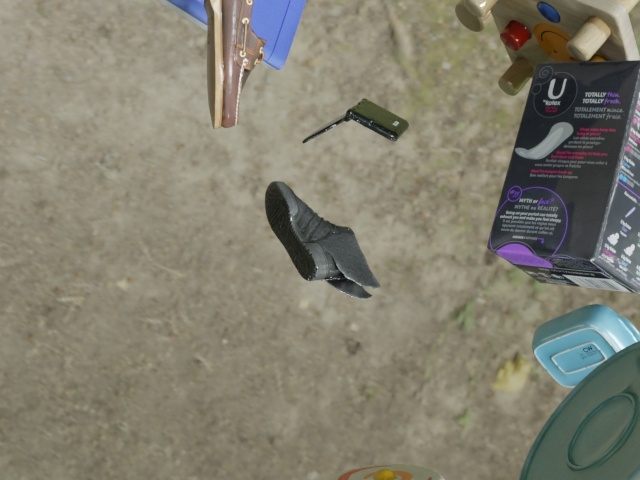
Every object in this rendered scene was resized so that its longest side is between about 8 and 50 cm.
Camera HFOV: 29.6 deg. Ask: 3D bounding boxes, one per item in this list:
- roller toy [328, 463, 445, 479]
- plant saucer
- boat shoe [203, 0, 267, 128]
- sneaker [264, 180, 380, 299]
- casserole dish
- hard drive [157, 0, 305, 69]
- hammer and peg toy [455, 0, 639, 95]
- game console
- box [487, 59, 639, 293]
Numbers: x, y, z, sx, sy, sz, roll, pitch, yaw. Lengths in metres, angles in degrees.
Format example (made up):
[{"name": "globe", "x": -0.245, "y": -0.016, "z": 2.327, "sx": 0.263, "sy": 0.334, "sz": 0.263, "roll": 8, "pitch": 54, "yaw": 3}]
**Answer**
[{"name": "roller toy", "x": 0.102, "y": 0.416, "z": 1.829, "sx": 0.209, "sy": 0.191, "sz": 0.146, "roll": -7, "pitch": 96, "yaw": -37}, {"name": "plant saucer", "x": 0.310, "y": 0.213, "z": 1.287, "sx": 0.044, "sy": 0.317, "sz": 0.317, "roll": 39, "pitch": 72, "yaw": -10}, {"name": "boat shoe", "x": -0.097, "y": -0.232, "z": 1.398, "sx": 0.073, "sy": 0.073, "sz": 0.207, "roll": -2, "pitch": 103, "yaw": -14}, {"name": "sneaker", "x": 0.001, "y": -0.002, "z": 1.472, "sx": 0.089, "sy": 0.170, "sz": 0.051, "roll": -6, "pitch": 146, "yaw": -37}, {"name": "casserole dish", "x": 0.375, "y": 0.158, "z": 1.728, "sx": 0.114, "sy": 0.188, "sz": 0.037, "roll": 49, "pitch": 53, "yaw": -7}, {"name": "hard drive", "x": -0.128, "y": -0.378, "z": 1.550, "sx": 0.319, "sy": 0.040, "sz": 0.210, "roll": 26, "pitch": 80, "yaw": -48}, {"name": "hammer and peg toy", "x": 0.302, "y": -0.305, "z": 1.726, "sx": 0.127, "sy": 0.361, "sz": 0.266, "roll": -49, "pitch": 143, "yaw": -10}, {"name": "game console", "x": 0.048, "y": -0.141, "z": 1.582, "sx": 0.071, "sy": 0.107, "sz": 0.122, "roll": -62, "pitch": 176, "yaw": 18}, {"name": "box", "x": 0.350, "y": -0.084, "z": 1.582, "sx": 0.143, "sy": 0.165, "sz": 0.270, "roll": 27, "pitch": 75, "yaw": -45}]
